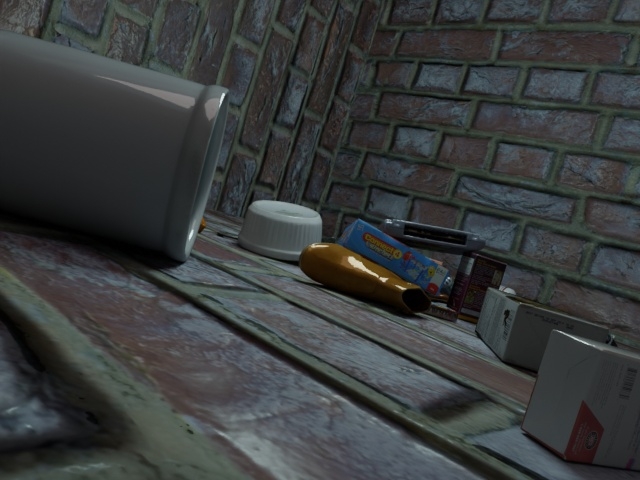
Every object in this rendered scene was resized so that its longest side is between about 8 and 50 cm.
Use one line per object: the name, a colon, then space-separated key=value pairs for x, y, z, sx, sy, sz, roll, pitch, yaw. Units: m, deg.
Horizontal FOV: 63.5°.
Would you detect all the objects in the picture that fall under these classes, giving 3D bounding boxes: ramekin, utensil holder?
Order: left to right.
utensil holder: x=-0.388 y=-0.166 z=0.924 sx=0.384 sy=0.328 sz=0.327 roll=15 pitch=3 yaw=-10
ramekin: x=-0.117 y=-0.039 z=1.607 sx=0.272 sy=0.127 sz=0.273 roll=11 pitch=13 yaw=-3

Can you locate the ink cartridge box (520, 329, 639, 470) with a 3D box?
ink cartridge box: x=0.325 y=0.178 z=0.559 sx=0.198 sy=0.116 sz=0.067 roll=17 pitch=2 yaw=-23

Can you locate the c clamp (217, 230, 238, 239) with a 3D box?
c clamp: x=-0.280 y=-0.013 z=1.756 sx=0.137 sy=0.022 sz=0.161 roll=18 pitch=2 yaw=1

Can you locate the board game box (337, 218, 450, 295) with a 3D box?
board game box: x=0.204 y=0.060 z=1.592 sx=0.301 sy=0.086 sz=0.308 roll=30 pitch=-6 yaw=-2

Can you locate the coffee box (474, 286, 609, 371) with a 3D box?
coffee box: x=0.444 y=0.190 z=1.086 sx=0.167 sy=0.119 sz=0.297 roll=16 pitch=2 yaw=7

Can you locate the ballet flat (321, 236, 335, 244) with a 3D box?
ballet flat: x=0.000 y=0.000 z=1.728 sx=0.057 sy=0.049 sz=0.173 roll=22 pitch=-1 yaw=-35

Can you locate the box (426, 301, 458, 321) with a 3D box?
box: x=0.283 y=0.176 z=1.365 sx=0.136 sy=0.027 sz=0.094 roll=17 pitch=1 yaw=-9

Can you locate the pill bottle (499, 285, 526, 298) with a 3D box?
pill bottle: x=0.561 y=0.200 z=1.694 sx=0.216 sy=0.121 sz=0.121 roll=20 pitch=3 yaw=36

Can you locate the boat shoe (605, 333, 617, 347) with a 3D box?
boat shoe: x=0.690 y=0.266 z=1.290 sx=0.301 sy=0.102 sz=0.108 roll=16 pitch=3 yaw=-27

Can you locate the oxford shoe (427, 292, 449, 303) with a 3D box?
oxford shoe: x=0.357 y=0.160 z=1.737 sx=0.076 sy=0.076 sz=0.212 roll=18 pitch=3 yaw=-33

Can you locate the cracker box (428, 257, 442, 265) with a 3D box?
cracker box: x=0.340 y=0.111 z=2.014 sx=0.155 sy=0.067 sz=0.232 roll=17 pitch=-16 yaw=-24

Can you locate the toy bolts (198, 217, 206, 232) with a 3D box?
toy bolts: x=-0.477 y=-0.096 z=1.553 sx=0.218 sy=0.158 sz=0.228 roll=59 pitch=2 yaw=13

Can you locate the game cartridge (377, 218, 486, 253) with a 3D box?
game cartridge: x=0.321 y=-0.006 z=1.554 sx=0.293 sy=0.060 sz=0.196 roll=10 pitch=-3 yaw=-1

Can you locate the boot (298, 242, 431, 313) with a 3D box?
boot: x=0.113 y=0.090 z=1.213 sx=0.295 sy=0.104 sz=0.211 roll=21 pitch=-1 yaw=-38

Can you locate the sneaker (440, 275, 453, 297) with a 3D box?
sneaker: x=0.422 y=0.189 z=1.875 sx=0.098 sy=0.083 sz=0.223 roll=56 pitch=-14 yaw=-2

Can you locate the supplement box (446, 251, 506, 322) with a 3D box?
supplement box: x=0.444 y=0.137 z=1.485 sx=0.104 sy=0.188 sz=0.081 roll=16 pitch=2 yaw=-15
